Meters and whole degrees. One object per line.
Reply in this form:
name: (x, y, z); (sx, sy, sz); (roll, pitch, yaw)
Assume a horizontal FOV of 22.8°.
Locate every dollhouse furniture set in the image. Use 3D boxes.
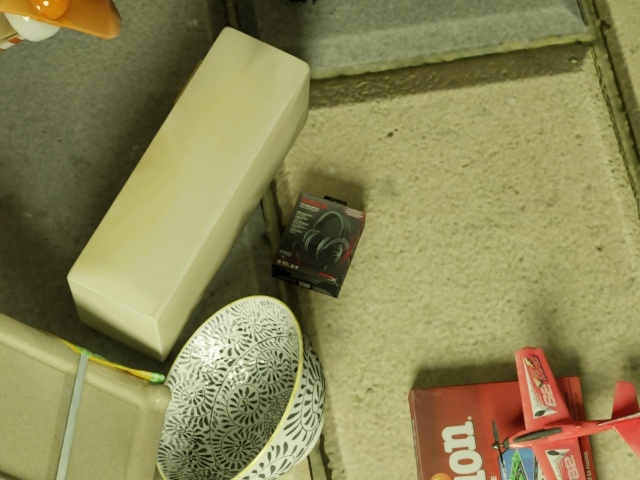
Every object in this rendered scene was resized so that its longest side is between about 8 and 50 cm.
dollhouse furniture set: (-0.254, 0.223, 1.217); (0.197, 0.151, 0.302); (30, 50, -30)

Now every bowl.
bowl: (-0.050, 0.137, 1.275); (0.080, 0.170, 0.170); (33, 60, -35)

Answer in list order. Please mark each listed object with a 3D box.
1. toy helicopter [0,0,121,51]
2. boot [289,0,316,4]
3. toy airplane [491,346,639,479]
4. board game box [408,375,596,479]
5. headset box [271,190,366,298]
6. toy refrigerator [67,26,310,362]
toy helicopter: (-0.248, -0.209, 1.379); (0.355, 0.235, 0.140); (-32, 99, -33)
boot: (-0.025, -0.286, 1.507); (0.121, 0.045, 0.099); (38, 73, 14)
toy airplane: (0.210, 0.152, 1.291); (0.151, 0.028, 0.151); (1, 66, -3)
board game box: (0.158, 0.249, 1.275); (0.145, 0.027, 0.281); (-5, 66, -3)
headset box: (0.000, 0.000, 1.381); (0.062, 0.032, 0.083); (19, 68, 7)
toy refrigerator: (-0.111, -0.043, 1.359); (0.094, 0.102, 0.269); (26, 68, 10)
